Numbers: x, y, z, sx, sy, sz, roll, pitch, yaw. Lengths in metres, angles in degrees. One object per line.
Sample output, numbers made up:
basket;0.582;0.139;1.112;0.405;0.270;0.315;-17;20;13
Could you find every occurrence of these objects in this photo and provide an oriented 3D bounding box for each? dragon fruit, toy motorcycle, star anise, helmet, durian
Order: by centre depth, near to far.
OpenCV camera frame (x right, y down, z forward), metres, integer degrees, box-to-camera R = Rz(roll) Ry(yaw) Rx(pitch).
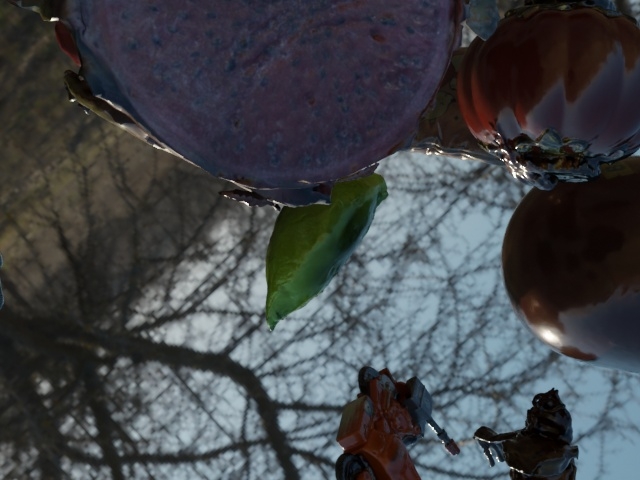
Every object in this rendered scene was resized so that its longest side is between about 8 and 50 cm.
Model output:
dragon fruit;-0.065;-0.201;0.818;0.296;0.314;0.263;-56;-160;4
durian;0.000;0.000;1.336;0.101;0.139;0.250;18;-121;33
helmet;0.376;0.034;1.424;0.230;0.338;0.385;3;-165;-4
toy motorcycle;0.109;0.339;1.556;0.147;0.221;0.326;-29;-161;25
star anise;0.349;0.363;1.690;0.346;0.148;0.237;129;-36;-81

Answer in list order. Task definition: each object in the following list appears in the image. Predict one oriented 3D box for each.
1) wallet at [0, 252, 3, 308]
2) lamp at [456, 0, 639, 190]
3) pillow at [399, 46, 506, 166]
wallet;-0.401;-0.083;0.900;0.237;0.342;0.075;-14;-176;32
lamp;0.258;-0.155;1.084;0.227;0.227;0.227;-40;-172;6
pillow;0.160;-0.190;1.368;0.084;0.236;0.223;86;15;-48
